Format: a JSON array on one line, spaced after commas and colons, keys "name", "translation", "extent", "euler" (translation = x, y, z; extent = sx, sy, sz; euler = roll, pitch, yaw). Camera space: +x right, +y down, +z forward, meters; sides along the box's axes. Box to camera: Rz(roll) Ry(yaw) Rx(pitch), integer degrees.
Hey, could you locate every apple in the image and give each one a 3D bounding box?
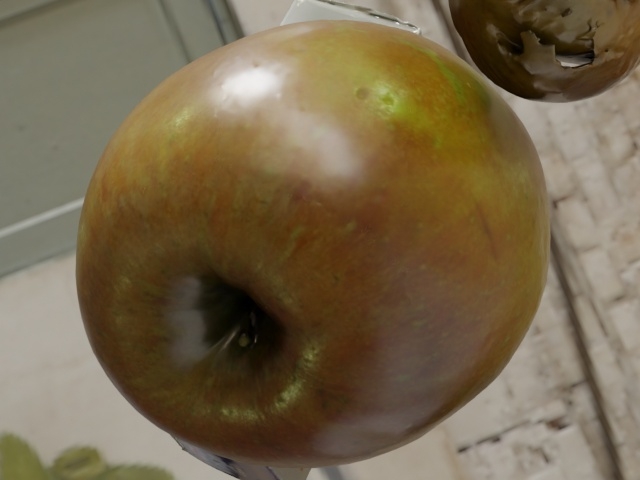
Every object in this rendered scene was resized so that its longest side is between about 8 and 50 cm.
[{"name": "apple", "translation": [0.000, 0.000, 0.803], "extent": [0.207, 0.237, 0.236], "euler": [-52, 130, -53]}]

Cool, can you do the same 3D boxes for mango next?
[{"name": "mango", "translation": [0.112, -0.164, 0.769], "extent": [0.151, 0.156, 0.248], "euler": [-55, -172, 37]}]

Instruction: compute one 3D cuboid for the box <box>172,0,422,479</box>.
[{"name": "box", "translation": [-0.016, 0.006, 1.140], "extent": [0.106, 0.299, 0.200], "euler": [19, -20, 21]}]
